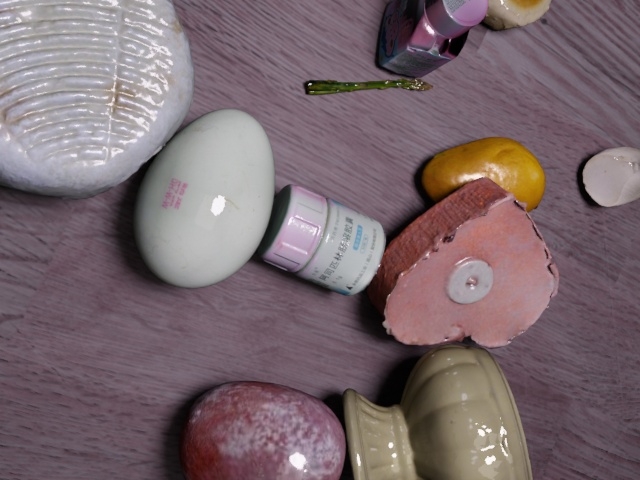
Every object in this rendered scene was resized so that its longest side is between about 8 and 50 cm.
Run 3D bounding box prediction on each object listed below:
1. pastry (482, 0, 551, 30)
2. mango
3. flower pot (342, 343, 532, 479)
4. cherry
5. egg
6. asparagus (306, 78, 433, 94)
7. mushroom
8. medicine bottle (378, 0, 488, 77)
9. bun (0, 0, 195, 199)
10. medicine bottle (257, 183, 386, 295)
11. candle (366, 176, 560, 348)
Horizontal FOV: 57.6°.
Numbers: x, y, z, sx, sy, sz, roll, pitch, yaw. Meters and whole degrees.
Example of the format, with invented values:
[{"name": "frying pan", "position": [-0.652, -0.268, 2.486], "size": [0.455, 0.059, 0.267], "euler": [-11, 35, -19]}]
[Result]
[{"name": "pastry", "position": [0.333, -0.448, 1.023], "size": [0.165, 0.088, 0.166], "euler": [-1, 93, -22]}, {"name": "mango", "position": [0.284, -0.109, 1.016], "size": [0.227, 0.109, 0.147], "euler": [5, 99, -12]}, {"name": "flower pot", "position": [0.166, 0.320, 0.912], "size": [0.243, 0.307, 0.308], "euler": [-8, 96, 0]}, {"name": "cherry", "position": [-0.072, 0.325, 0.843], "size": [0.285, 0.213, 0.236], "euler": [33, 95, -1]}, {"name": "egg", "position": [-0.156, -0.061, 0.816], "size": [0.182, 0.183, 0.264], "euler": [26, 78, -20]}, {"name": "asparagus", "position": [0.085, -0.260, 0.978], "size": [0.232, 0.022, 0.023], "euler": [-7, 78, -19]}, {"name": "mushroom", "position": [0.621, -0.129, 1.153], "size": [0.225, 0.093, 0.116], "euler": [-7, 105, -29]}, {"name": "medicine bottle", "position": [0.173, -0.340, 0.913], "size": [0.094, 0.188, 0.119], "euler": [10, 85, -20]}, {"name": "bun", "position": [-0.337, -0.215, 0.735], "size": [0.354, 0.194, 0.355], "euler": [0, 90, -20]}, {"name": "medicine bottle", "position": [0.000, 0.000, 0.905], "size": [0.168, 0.135, 0.135], "euler": [24, 85, -19]}, {"name": "candle", "position": [0.237, 0.034, 0.967], "size": [0.316, 0.131, 0.288], "euler": [-2, 121, -19]}]
